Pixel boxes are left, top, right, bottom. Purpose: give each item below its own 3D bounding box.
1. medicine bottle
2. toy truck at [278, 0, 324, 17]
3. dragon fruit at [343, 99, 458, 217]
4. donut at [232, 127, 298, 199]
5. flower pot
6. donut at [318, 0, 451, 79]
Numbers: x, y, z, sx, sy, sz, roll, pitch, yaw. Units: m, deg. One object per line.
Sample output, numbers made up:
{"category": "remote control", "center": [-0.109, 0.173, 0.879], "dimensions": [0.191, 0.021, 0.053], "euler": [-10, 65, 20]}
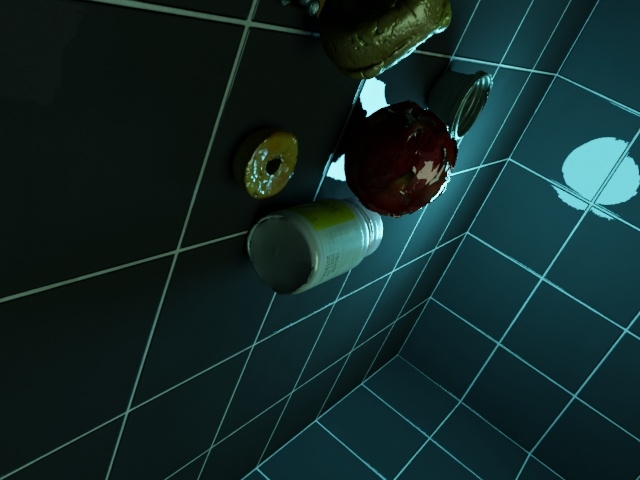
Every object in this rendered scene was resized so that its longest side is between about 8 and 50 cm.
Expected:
{"category": "medicine bottle", "center": [0.000, 0.000, 1.566], "dimensions": [0.379, 0.214, 0.213], "euler": [-19, 139, -55]}
{"category": "toy truck", "center": [-0.038, -0.477, 0.999], "dimensions": [0.115, 0.080, 0.178], "euler": [-60, 159, -1]}
{"category": "dragon fruit", "center": [0.214, -0.218, 1.577], "dimensions": [0.296, 0.295, 0.301], "euler": [-27, 156, -49]}
{"category": "donut", "center": [-0.124, -0.173, 1.277], "dimensions": [0.178, 0.065, 0.162], "euler": [3, 115, -63]}
{"category": "flower pot", "center": [0.437, -0.455, 1.888], "dimensions": [0.235, 0.141, 0.235], "euler": [-45, 157, -26]}
{"category": "donut", "center": [0.116, -0.451, 1.165], "dimensions": [0.261, 0.208, 0.128], "euler": [-35, 145, 4]}
